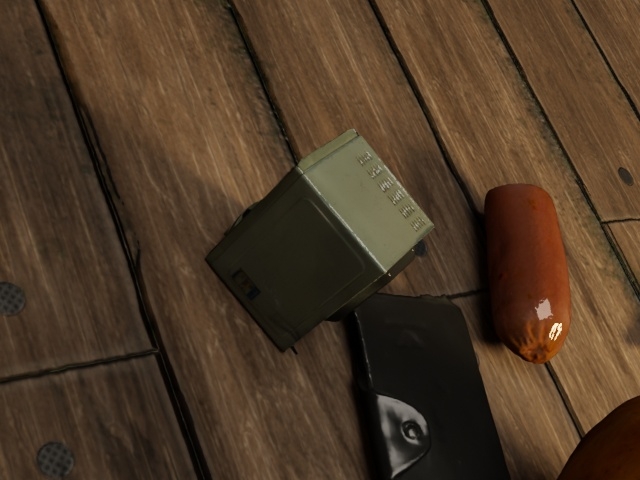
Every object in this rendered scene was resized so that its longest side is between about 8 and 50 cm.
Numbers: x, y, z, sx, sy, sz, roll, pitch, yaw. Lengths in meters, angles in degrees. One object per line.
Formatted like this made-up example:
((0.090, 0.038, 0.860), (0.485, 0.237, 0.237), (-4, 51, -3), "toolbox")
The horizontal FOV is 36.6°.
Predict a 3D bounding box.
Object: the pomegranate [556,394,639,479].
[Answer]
((0.416, 0.371, 1.048), (0.410, 0.410, 0.410), (20, 51, -26), "pomegranate")

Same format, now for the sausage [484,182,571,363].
((0.283, 0.045, 1.322), (0.113, 0.113, 0.259), (22, 49, -25), "sausage")

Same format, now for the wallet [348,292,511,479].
((0.136, 0.230, 1.126), (0.197, 0.051, 0.377), (11, 54, -34), "wallet")

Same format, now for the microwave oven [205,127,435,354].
((0.000, 0.000, 1.066), (0.163, 0.205, 0.129), (50, 45, 0), "microwave oven")
